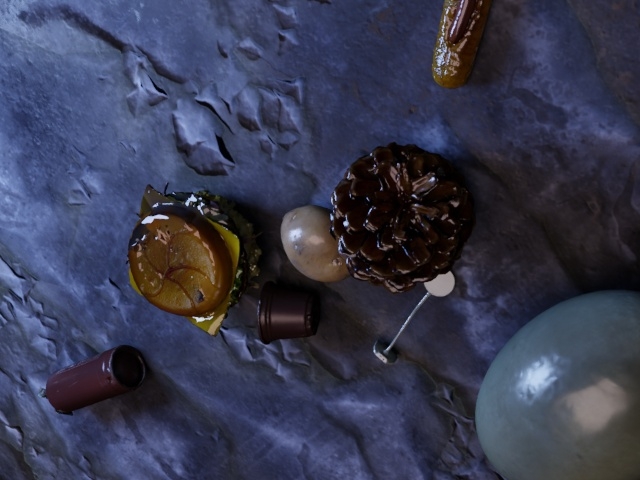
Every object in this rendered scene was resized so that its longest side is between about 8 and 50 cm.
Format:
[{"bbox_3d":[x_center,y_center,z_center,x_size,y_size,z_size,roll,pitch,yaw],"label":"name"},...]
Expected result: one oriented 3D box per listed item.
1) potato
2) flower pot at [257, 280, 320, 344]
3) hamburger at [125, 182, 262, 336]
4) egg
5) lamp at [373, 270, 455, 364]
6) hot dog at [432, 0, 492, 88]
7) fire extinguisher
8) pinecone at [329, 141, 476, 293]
[{"bbox_3d":[0.003,0.001,1.271,0.147,0.112,0.112,33,122,-1],"label":"potato"},{"bbox_3d":[-0.050,0.126,1.355,0.089,0.111,0.111,3,113,12],"label":"flower pot"},{"bbox_3d":[-0.220,0.022,1.363,0.261,0.138,0.243,28,118,12],"label":"hamburger"},{"bbox_3d":[0.368,0.213,1.097,0.258,0.258,0.352,44,120,2],"label":"egg"},{"bbox_3d":[0.153,0.118,1.299,0.050,0.056,0.198,38,111,8],"label":"lamp"},{"bbox_3d":[0.195,-0.310,1.080,0.066,0.047,0.216,25,120,17],"label":"hot dog"},{"bbox_3d":[-0.477,0.294,1.633,0.268,0.105,0.105,-24,100,31],"label":"fire extinguisher"},{"bbox_3d":[0.111,-0.041,1.139,0.221,0.221,0.222,10,115,21],"label":"pinecone"}]
